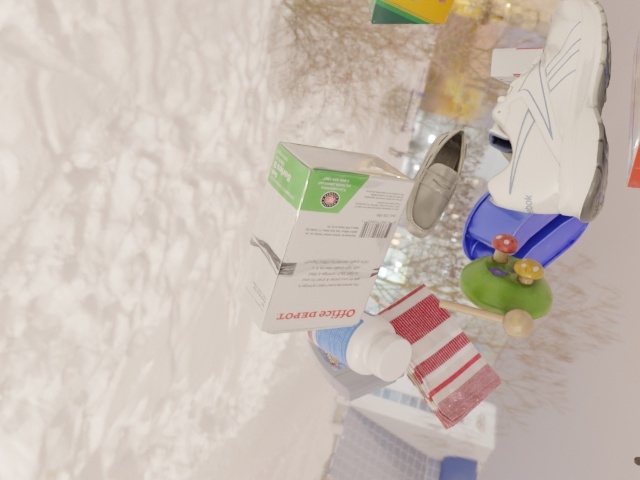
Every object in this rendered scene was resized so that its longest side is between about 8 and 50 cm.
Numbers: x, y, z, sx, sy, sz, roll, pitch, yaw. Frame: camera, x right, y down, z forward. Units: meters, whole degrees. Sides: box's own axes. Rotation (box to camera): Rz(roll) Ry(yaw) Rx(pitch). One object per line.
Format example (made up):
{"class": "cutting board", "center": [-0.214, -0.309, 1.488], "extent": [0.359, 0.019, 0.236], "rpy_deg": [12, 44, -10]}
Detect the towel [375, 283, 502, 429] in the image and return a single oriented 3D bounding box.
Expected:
{"class": "towel", "center": [0.299, 0.283, 1.492], "extent": [0.237, 0.329, 0.037], "rpy_deg": [-25, 162, -38]}

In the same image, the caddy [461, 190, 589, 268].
{"class": "caddy", "center": [0.510, -0.060, 1.459], "extent": [0.341, 0.179, 0.241], "rpy_deg": [-37, 133, -10]}

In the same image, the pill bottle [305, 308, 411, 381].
{"class": "pill bottle", "center": [0.078, 0.204, 1.214], "extent": [0.124, 0.221, 0.124], "rpy_deg": [-15, 115, -34]}

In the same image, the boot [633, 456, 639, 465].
{"class": "boot", "center": [0.648, 0.422, 1.074], "extent": [0.118, 0.087, 0.042], "rpy_deg": [5, -99, 68]}

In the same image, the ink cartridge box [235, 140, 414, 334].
{"class": "ink cartridge box", "center": [0.000, 0.000, 0.972], "extent": [0.121, 0.211, 0.289], "rpy_deg": [44, -57, 46]}

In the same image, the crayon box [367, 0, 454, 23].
{"class": "crayon box", "center": [0.195, -0.545, 1.120], "extent": [0.278, 0.165, 0.081], "rpy_deg": [103, -17, -67]}

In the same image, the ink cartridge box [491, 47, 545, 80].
{"class": "ink cartridge box", "center": [0.467, -0.398, 1.333], "extent": [0.150, 0.109, 0.063], "rpy_deg": [-11, 106, -57]}

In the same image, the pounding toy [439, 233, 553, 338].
{"class": "pounding toy", "center": [0.355, 0.068, 1.104], "extent": [0.237, 0.183, 0.110], "rpy_deg": [-34, 140, -49]}

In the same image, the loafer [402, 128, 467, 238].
{"class": "loafer", "center": [0.293, -0.152, 1.472], "extent": [0.111, 0.112, 0.319], "rpy_deg": [-44, -158, 62]}

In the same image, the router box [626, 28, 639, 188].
{"class": "router box", "center": [0.536, -0.297, 0.870], "extent": [0.301, 0.082, 0.335], "rpy_deg": [68, 36, -52]}

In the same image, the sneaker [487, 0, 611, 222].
{"class": "sneaker", "center": [0.261, -0.161, 0.665], "extent": [0.111, 0.129, 0.297], "rpy_deg": [51, 48, -51]}

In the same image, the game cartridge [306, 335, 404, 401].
{"class": "game cartridge", "center": [0.079, 0.313, 1.649], "extent": [0.297, 0.198, 0.062], "rpy_deg": [-130, -149, -49]}
